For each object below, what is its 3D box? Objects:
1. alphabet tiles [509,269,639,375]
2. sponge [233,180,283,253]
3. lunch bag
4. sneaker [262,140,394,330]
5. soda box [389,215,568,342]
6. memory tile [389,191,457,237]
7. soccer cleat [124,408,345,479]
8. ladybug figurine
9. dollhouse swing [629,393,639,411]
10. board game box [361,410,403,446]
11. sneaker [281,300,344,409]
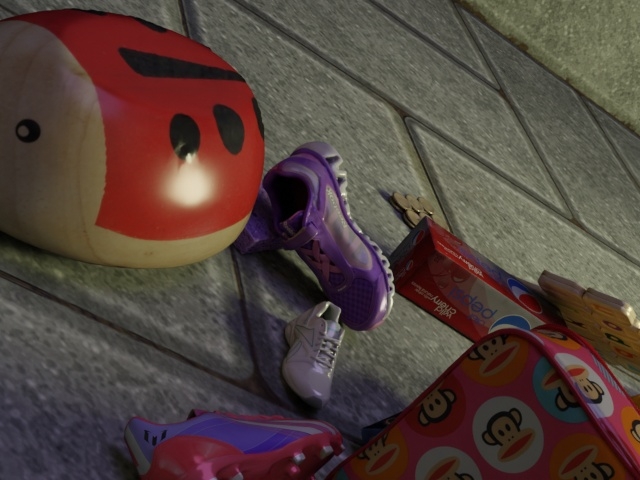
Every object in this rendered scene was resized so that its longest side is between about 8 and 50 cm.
[{"bbox_3d":[0.407,0.126,1.857,0.278,0.021,0.284,22,-14,33],"label":"alphabet tiles"},{"bbox_3d":[-0.117,-0.071,1.551,0.210,0.031,0.117,51,24,15],"label":"sponge"},{"bbox_3d":[0.162,0.241,1.117,0.120,0.293,0.258,1,51,-57],"label":"lunch bag"},{"bbox_3d":[0.000,0.000,1.505,0.104,0.095,0.236,-12,76,-57],"label":"sneaker"},{"bbox_3d":[0.219,0.081,1.773,0.263,0.083,0.092,33,23,-22],"label":"soda box"},{"bbox_3d":[0.169,-0.013,1.953,0.113,0.012,0.148,5,44,-56],"label":"memory tile"},{"bbox_3d":[-0.067,0.179,1.131,0.095,0.083,0.248,48,25,23],"label":"soccer cleat"},{"bbox_3d":[-0.201,-0.118,1.304,0.305,0.162,0.449,49,25,17],"label":"ladybug figurine"},{"bbox_3d":[0.493,0.231,1.678,0.347,0.305,0.315,9,40,-53],"label":"dollhouse swing"},{"bbox_3d":[0.181,0.186,1.369,0.243,0.165,0.042,-13,95,-52],"label":"board game box"},{"bbox_3d":[-0.005,0.116,1.367,0.053,0.061,0.152,35,25,-23],"label":"sneaker"}]
